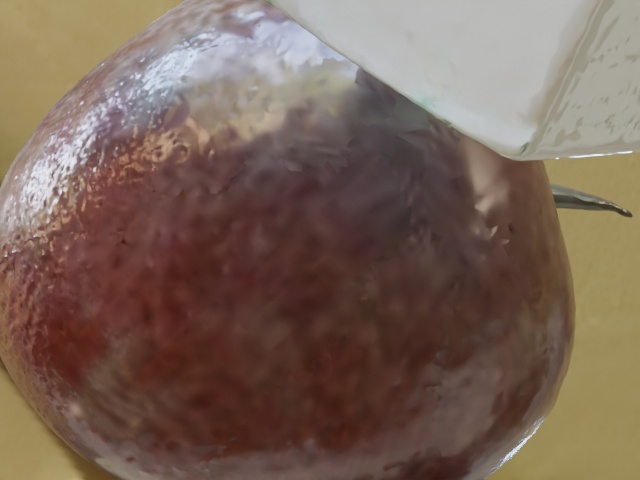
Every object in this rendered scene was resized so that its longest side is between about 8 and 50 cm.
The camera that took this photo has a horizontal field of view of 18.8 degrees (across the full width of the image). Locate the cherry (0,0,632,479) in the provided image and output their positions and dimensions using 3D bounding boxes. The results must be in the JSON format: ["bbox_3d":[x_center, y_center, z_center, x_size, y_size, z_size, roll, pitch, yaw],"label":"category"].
[{"bbox_3d":[0.000,0.000,0.821,0.285,0.236,0.213,-7,-25,-9],"label":"cherry"}]

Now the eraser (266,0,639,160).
[{"bbox_3d":[0.111,-0.076,0.478,0.076,0.298,0.078,35,-66,28],"label":"eraser"}]
